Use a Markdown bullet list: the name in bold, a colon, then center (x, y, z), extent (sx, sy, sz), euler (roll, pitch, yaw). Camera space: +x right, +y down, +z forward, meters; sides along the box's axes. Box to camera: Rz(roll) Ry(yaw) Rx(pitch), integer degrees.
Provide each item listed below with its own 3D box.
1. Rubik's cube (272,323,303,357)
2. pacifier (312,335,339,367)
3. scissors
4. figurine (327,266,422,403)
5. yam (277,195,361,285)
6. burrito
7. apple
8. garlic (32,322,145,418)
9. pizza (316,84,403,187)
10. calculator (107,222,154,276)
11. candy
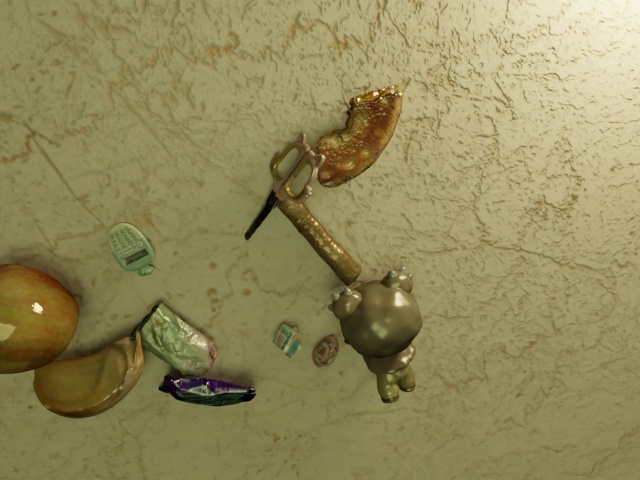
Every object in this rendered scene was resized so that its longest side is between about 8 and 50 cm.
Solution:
- **Rubik's cube**: center (-0.086, 0.282, 1.295), extent (0.073, 0.084, 0.075), euler (34, 99, -39)
- **pacifier**: center (0.025, 0.332, 1.332), extent (0.099, 0.082, 0.078), euler (-44, 137, 9)
- **scissors**: center (-0.107, -0.116, 1.142), extent (0.024, 0.160, 0.318), euler (1, 135, -53)
- **figurine**: center (0.175, 0.271, 1.256), extent (0.248, 0.203, 0.381), euler (-18, 112, -5)
- **yam**: center (0.000, 0.000, 1.211), extent (0.066, 0.066, 0.300), euler (-40, 110, 7)
- **burrito**: center (-0.394, 0.286, 1.245), extent (0.228, 0.089, 0.144), euler (40, 104, -16)
- **apple**: center (-0.723, 0.188, 1.088), extent (0.233, 0.257, 0.257), euler (19, 109, -48)
- **garlic**: center (-0.577, 0.355, 1.190), extent (0.338, 0.151, 0.196), euler (-19, 112, 9)
- **pizza**: center (0.088, -0.258, 1.120), extent (0.161, 0.086, 0.305), euler (32, 110, -28)
- **calculator**: center (-0.484, 0.026, 1.173), extent (0.095, 0.021, 0.153), euler (-26, 110, 2)
- **candy**: center (-0.321, 0.427, 1.298), extent (0.274, 0.070, 0.145), euler (13, 148, -11)
